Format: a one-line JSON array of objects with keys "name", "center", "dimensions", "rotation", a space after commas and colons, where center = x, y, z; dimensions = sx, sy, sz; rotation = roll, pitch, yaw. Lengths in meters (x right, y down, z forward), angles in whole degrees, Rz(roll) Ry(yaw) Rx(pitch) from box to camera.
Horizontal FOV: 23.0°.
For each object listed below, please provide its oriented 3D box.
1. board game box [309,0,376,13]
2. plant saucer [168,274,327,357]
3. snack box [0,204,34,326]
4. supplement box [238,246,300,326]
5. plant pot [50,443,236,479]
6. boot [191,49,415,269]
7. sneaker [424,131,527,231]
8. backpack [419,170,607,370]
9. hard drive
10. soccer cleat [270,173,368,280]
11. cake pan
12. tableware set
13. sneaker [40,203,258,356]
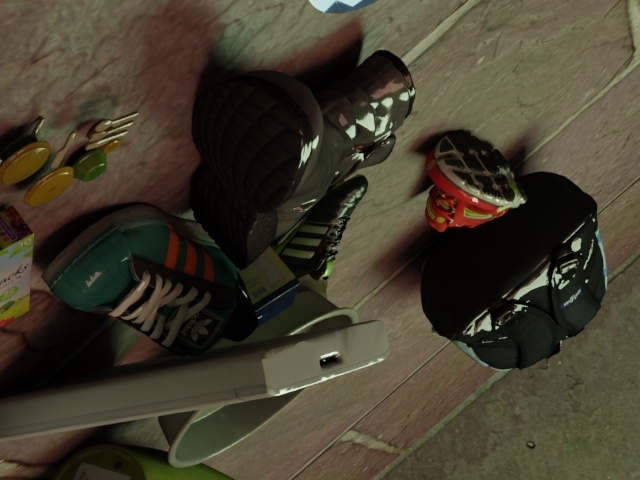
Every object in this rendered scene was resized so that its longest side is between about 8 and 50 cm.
[{"name": "board game box", "center": [0.043, -0.261, 1.280], "dimensions": [0.133, 0.033, 0.169], "rotation": [-14, 145, -46]}, {"name": "plant saucer", "center": [-0.094, 0.131, 1.977], "dimensions": [0.278, 0.041, 0.278], "rotation": [-37, 163, -14]}, {"name": "snack box", "center": [-0.291, 0.040, 1.309], "dimensions": [0.100, 0.037, 0.141], "rotation": [-33, 162, -27]}, {"name": "supplement box", "center": [-0.083, 0.047, 1.703], "dimensions": [0.083, 0.083, 0.056], "rotation": [-32, 162, -26]}, {"name": "plant pot", "center": [-0.228, 0.374, 1.990], "dimensions": [0.275, 0.275, 0.293], "rotation": [-39, 147, -4]}, {"name": "boot", "center": [-0.004, -0.114, 1.453], "dimensions": [0.222, 0.118, 0.338], "rotation": [-37, 174, -20]}, {"name": "sneaker", "center": [0.181, -0.056, 1.990], "dimensions": [0.118, 0.107, 0.279], "rotation": [-35, 163, 14]}, {"name": "backpack", "center": [0.292, 0.059, 2.322], "dimensions": [0.290, 0.273, 0.355], "rotation": [-43, 142, 2]}, {"name": "hard drive", "center": [-0.138, 0.142, 1.579], "dimensions": [0.353, 0.047, 0.233], "rotation": [-12, 180, 31]}, {"name": "soccer cleat", "center": [0.000, 0.000, 1.780], "dimensions": [0.179, 0.072, 0.060], "rotation": [-46, 163, 18]}, {"name": "cake pan", "center": [-0.082, 0.164, 1.921], "dimensions": [0.293, 0.054, 0.293], "rotation": [-36, 163, -13]}, {"name": "tableware set", "center": [-0.219, -0.061, 1.241], "dimensions": [0.154, 0.024, 0.104], "rotation": [-26, 162, -43]}, {"name": "sneaker", "center": [-0.145, 0.046, 1.498], "dimensions": [0.108, 0.121, 0.302], "rotation": [-45, 163, 16]}]
